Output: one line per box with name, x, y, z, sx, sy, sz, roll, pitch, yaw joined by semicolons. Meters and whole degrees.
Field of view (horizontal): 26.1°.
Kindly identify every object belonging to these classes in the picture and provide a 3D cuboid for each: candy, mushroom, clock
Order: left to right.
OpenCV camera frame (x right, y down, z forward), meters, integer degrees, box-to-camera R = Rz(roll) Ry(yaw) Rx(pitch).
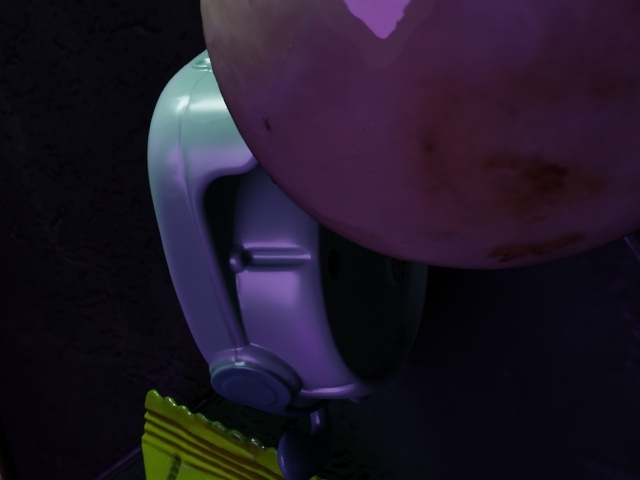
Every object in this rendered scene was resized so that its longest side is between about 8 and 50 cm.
candy;-0.047;0.202;0.763;0.149;0.069;0.246;18;123;30
clock;-0.001;0.000;0.576;0.060;0.148;0.188;0;118;24
mushroom;0.053;-0.106;0.459;0.207;0.207;0.215;-65;36;39

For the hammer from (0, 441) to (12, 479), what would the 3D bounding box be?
hammer;-0.217;0.130;0.906;0.062;0.017;0.182;1;111;39
